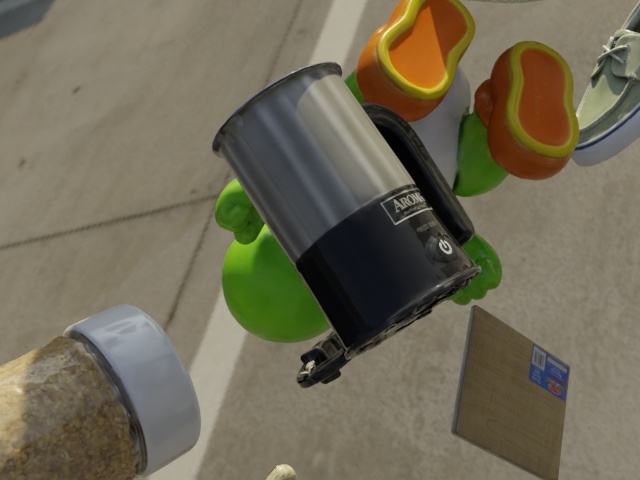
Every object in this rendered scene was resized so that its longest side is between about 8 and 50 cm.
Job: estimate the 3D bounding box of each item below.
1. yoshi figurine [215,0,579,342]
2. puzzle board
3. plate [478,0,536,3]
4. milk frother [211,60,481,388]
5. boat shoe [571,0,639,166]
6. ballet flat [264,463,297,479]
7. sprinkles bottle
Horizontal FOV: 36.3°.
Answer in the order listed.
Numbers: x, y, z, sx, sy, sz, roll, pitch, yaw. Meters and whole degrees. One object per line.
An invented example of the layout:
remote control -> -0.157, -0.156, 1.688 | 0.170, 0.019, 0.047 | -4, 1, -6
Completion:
yoshi figurine -> 0.028, -0.019, 0.772 | 0.203, 0.204, 0.362 | -20, -12, -32
puzzle board -> 0.143, 0.117, 0.725 | 0.011, 0.128, 0.096 | -13, 55, 44
plate -> 0.163, -0.236, 0.765 | 0.277, 0.277, 0.045 | -7, 88, 60
milk frother -> 0.000, 0.000, 0.540 | 0.143, 0.129, 0.135 | -38, 78, 23
boat shoe -> 0.401, -0.229, 1.251 | 0.302, 0.094, 0.109 | -52, 24, -13
ballet flat -> -0.040, 0.299, 0.937 | 0.049, 0.057, 0.173 | 15, 102, 46
sprinkles bottle -> -0.252, 0.164, 0.626 | 0.355, 0.121, 0.121 | -26, 26, -32
